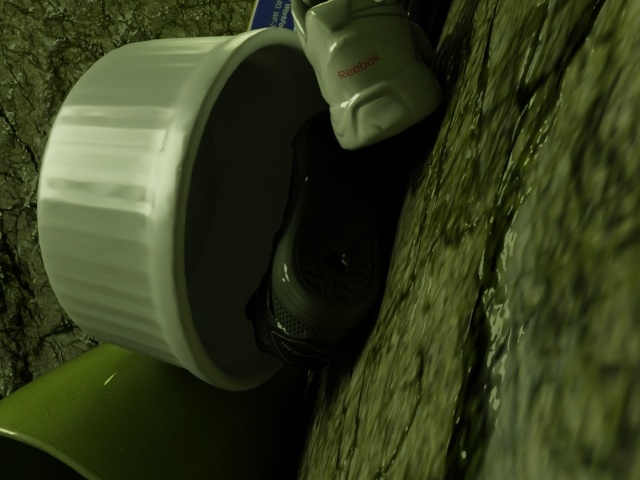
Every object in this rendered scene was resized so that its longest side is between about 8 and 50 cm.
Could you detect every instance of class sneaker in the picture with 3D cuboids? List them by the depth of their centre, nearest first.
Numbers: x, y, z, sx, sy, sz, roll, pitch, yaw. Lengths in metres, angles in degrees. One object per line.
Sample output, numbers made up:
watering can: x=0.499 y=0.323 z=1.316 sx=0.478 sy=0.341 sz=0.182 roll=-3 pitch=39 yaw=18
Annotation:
sneaker: x=0.028 y=-0.152 z=0.538 sx=0.232 sy=0.090 sz=0.115 roll=-97 pitch=-19 yaw=-67
sneaker: x=0.000 y=0.000 z=0.560 sx=0.228 sy=0.087 sz=0.130 roll=-80 pitch=13 yaw=-45

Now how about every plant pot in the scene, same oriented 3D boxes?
plant pot: x=-0.139 y=0.185 z=0.720 sx=0.293 sy=0.274 sz=0.275 roll=-48 pitch=-17 yaw=-49

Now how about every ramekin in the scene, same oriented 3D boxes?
ramekin: x=-0.094 y=-0.029 z=0.615 sx=0.277 sy=0.135 sz=0.277 roll=8 pitch=-90 yaw=-69

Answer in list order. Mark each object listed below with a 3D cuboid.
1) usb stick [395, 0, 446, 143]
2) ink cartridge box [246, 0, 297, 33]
usb stick: x=0.069 y=-0.149 z=0.692 sx=0.077 sy=0.045 sz=0.278 roll=100 pitch=-172 yaw=-82
ink cartridge box: x=-0.041 y=-0.228 z=0.831 sx=0.307 sy=0.072 sz=0.304 roll=-70 pitch=0 yaw=-65
